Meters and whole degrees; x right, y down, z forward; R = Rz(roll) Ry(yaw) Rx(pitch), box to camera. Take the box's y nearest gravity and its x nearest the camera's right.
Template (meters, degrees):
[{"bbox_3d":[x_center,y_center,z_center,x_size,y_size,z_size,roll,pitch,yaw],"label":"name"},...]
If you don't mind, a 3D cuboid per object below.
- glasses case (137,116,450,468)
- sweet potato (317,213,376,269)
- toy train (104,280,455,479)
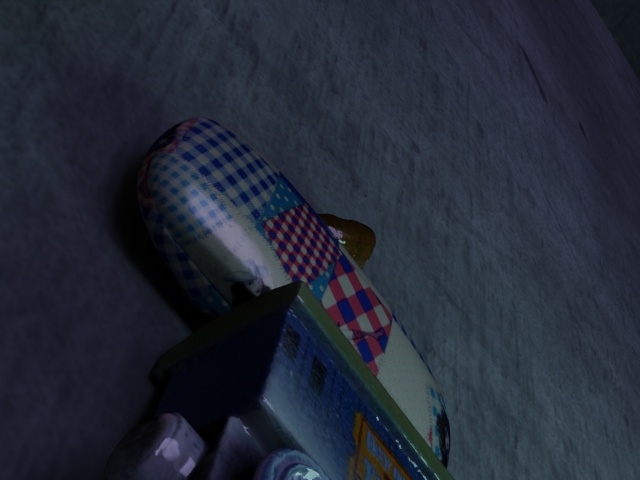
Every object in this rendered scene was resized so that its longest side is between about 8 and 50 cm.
[{"bbox_3d":[-0.008,0.055,0.659,0.327,0.076,0.125,53,28,-21],"label":"glasses case"},{"bbox_3d":[0.000,0.000,0.751,0.117,0.049,0.049,16,53,-50],"label":"sweet potato"},{"bbox_3d":[0.013,0.179,0.518,0.300,0.131,0.202,54,22,-18],"label":"toy train"}]
